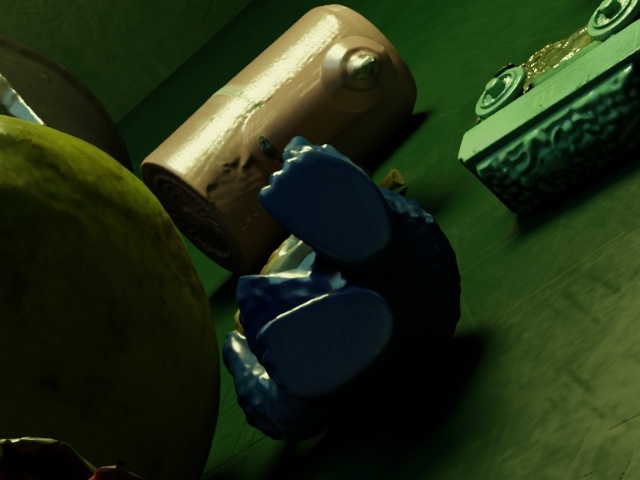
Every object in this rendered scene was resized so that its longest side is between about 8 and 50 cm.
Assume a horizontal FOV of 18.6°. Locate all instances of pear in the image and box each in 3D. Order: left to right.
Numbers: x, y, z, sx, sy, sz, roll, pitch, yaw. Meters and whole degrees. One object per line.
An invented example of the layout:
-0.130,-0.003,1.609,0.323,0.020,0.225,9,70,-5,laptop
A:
-0.201,0.061,1.112,0.287,0.375,0.287,-3,44,2,pear

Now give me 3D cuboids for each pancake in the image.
0.159,-0.117,1.357,0.116,0.022,0.129,-30,16,34,pancake

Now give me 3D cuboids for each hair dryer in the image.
0.003,-0.102,1.478,0.210,0.125,0.352,-44,5,-18,hair dryer

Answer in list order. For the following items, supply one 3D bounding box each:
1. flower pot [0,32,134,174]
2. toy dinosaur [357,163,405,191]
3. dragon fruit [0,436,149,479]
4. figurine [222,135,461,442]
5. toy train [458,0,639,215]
-0.261,0.044,1.517,0.379,0.379,0.251,-45,33,-15,flower pot
0.000,0.000,1.411,0.126,0.039,0.162,-44,7,25,toy dinosaur
-0.133,0.212,0.591,0.291,0.250,0.269,-33,32,13,dragon fruit
0.014,0.034,1.087,0.262,0.121,0.164,-100,23,-85,figurine
0.152,-0.079,1.145,0.172,0.070,0.099,-33,25,35,toy train
